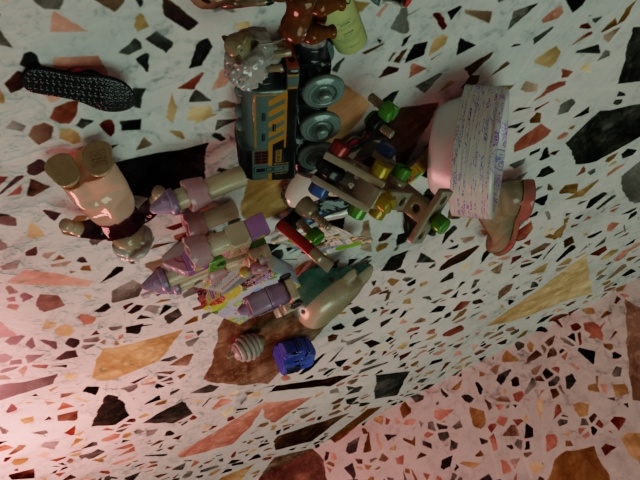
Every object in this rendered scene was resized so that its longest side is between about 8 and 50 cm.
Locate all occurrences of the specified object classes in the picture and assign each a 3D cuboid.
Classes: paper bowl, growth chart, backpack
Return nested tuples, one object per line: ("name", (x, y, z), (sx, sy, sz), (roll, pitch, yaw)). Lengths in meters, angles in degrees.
("paper bowl", (0.314, -0.190, 1.625), (0.148, 0.284, 0.284), (8, 154, 15))
("growth chart", (0.000, 0.000, 1.893), (0.172, 0.021, 0.237), (-19, 161, 30))
("backpack", (-0.074, 0.355, 2.372), (0.120, 0.098, 0.101), (-10, 144, -21))

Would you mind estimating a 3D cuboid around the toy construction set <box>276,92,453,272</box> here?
("toy construction set", (0.104, -0.060, 1.448), (0.309, 0.237, 0.257), (-47, 160, -1))

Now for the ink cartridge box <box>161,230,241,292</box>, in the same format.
("ink cartridge box", (-0.258, 0.048, 1.776), (0.127, 0.072, 0.175), (-41, 146, 25))

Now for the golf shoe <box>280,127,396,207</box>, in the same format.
("golf shoe", (0.037, -0.135, 1.650), (0.273, 0.120, 0.105), (-32, 151, 15))

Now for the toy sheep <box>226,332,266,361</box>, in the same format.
("toy sheep", (-0.216, 0.314, 2.220), (0.132, 0.091, 0.091), (-31, 155, -28))

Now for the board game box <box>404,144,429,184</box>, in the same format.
("board game box", (0.199, -0.152, 1.707), (0.124, 0.039, 0.259), (-39, 180, 25))

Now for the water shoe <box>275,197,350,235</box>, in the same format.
("water shoe", (-0.017, -0.079, 1.772), (0.203, 0.073, 0.080), (-20, 122, -3))

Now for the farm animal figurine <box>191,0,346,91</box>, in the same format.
("farm animal figurine", (-0.114, -0.399, 1.031), (0.172, 0.330, 0.327), (-12, 177, -25))

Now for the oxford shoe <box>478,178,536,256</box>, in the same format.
("oxford shoe", (0.495, -0.068, 2.124), (0.130, 0.122, 0.348), (6, 148, 1))

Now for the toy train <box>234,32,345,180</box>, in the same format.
("toy train", (-0.064, -0.239, 1.404), (0.190, 0.142, 0.334), (-8, 147, -9))

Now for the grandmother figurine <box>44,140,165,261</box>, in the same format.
("grandmother figurine", (-0.400, -0.061, 1.484), (0.208, 0.104, 0.342), (-11, 152, -3))

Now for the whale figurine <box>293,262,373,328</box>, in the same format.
("whale figurine", (0.027, 0.125, 2.078), (0.272, 0.141, 0.216), (-31, 162, -43))

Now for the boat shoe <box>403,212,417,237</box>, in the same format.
("boat shoe", (0.260, -0.064, 1.988), (0.072, 0.068, 0.190), (-32, 162, -11))

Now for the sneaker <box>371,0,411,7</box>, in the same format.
("sneaker", (0.152, -0.428, 1.304), (0.161, 0.075, 0.057), (-11, 148, -21))

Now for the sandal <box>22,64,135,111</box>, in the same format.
("sandal", (-0.390, -0.256, 1.239), (0.179, 0.040, 0.067), (10, 133, -23))

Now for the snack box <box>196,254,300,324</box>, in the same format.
("snack box", (-0.182, 0.120, 1.948), (0.207, 0.070, 0.174), (-31, 149, 14))

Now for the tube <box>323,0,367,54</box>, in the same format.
("tube", (0.015, -0.408, 1.262), (0.070, 0.062, 0.240), (-61, 149, -18))

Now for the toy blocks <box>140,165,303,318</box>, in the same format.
("toy blocks", (-0.230, 0.056, 1.509), (0.260, 0.308, 0.288), (-23, 170, -16))
